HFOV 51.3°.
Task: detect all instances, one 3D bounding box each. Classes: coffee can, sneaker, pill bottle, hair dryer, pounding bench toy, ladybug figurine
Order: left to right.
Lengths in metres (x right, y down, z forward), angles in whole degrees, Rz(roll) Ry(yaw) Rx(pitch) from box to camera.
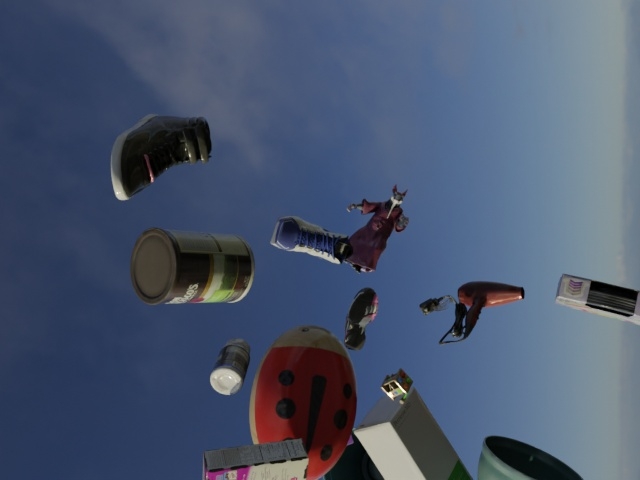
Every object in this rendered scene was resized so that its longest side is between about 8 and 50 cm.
[{"bbox_3d":[-0.292,-0.170,1.273,0.295,0.147,0.104,-79,-14,-58],"label":"sneaker"},{"bbox_3d":[-0.347,0.073,1.826,0.275,0.202,0.201,4,-94,-49],"label":"coffee can"},{"bbox_3d":[-0.210,0.295,1.584,0.137,0.078,0.078,-79,-20,-66],"label":"pill bottle"},{"bbox_3d":[-0.033,0.439,1.813,0.162,0.305,0.449,133,146,-63],"label":"ladybug figurine"},{"bbox_3d":[0.001,0.000,2.306,0.316,0.182,0.127,18,-95,-40],"label":"sneaker"},{"bbox_3d":[0.093,0.189,1.704,0.077,0.072,0.178,-100,26,-60],"label":"sneaker"},{"bbox_3d":[0.220,0.399,1.803,0.083,0.065,0.052,47,-140,-7],"label":"pounding bench toy"},{"bbox_3d":[0.447,0.201,1.906,0.080,0.294,0.223,64,179,-32],"label":"hair dryer"}]

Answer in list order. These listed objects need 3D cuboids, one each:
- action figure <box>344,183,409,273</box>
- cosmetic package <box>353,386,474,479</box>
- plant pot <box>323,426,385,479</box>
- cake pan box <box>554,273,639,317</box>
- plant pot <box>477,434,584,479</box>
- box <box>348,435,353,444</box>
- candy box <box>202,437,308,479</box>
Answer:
[{"bbox_3d":[0.238,-0.038,2.564,0.370,0.248,0.276,-56,-30,2],"label":"action figure"},{"bbox_3d":[0.286,0.656,2.011,0.365,0.155,0.197,58,-141,-6],"label":"cosmetic package"},{"bbox_3d":[0.179,0.799,2.335,0.255,0.272,0.271,35,-121,-61],"label":"plant pot"},{"bbox_3d":[0.722,0.151,1.673,0.267,0.246,0.070,29,-107,-71],"label":"cake pan box"},{"bbox_3d":[0.570,0.713,1.884,0.293,0.293,0.196,8,-78,-65],"label":"plant pot"},{"bbox_3d":[0.026,0.492,2.153,0.201,0.057,0.293,-123,16,-63],"label":"box"},{"bbox_3d":[-0.151,0.549,1.531,0.071,0.233,0.159,-121,33,-59],"label":"candy box"}]
